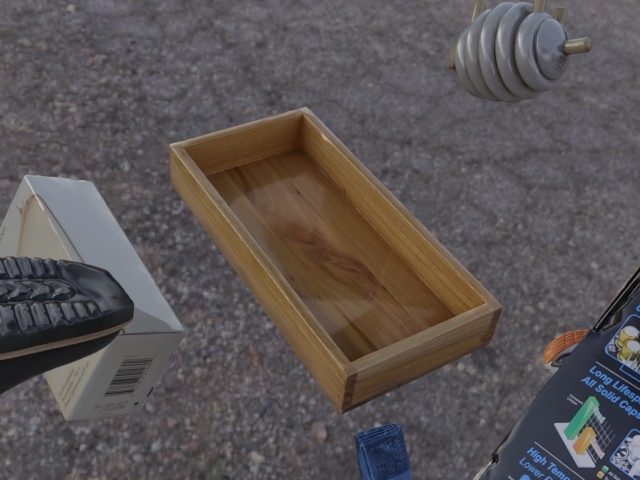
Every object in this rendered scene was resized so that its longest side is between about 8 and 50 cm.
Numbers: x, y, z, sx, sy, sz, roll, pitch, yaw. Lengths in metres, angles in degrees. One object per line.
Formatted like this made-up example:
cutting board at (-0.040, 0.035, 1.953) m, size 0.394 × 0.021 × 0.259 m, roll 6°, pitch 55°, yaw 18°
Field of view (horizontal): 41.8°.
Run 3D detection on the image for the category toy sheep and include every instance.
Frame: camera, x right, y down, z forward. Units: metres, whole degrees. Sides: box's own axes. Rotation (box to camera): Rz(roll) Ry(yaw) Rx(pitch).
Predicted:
toy sheep at (0.161, -0.157, 0.690) m, size 0.091 × 0.091 × 0.132 m, roll -22°, pitch 15°, yaw -38°

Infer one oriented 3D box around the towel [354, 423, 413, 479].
towel at (0.083, 0.292, 1.041) m, size 0.067 × 0.119 × 0.029 m, roll -14°, pitch 7°, yaw -20°

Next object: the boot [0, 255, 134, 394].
boot at (-0.184, 0.089, 0.381) m, size 0.198 × 0.137 × 0.077 m, roll -10°, pitch 29°, yaw -29°

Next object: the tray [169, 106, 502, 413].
tray at (0.000, 0.000, 0.997) m, size 0.203 × 0.076 × 0.411 m, roll -20°, pitch 50°, yaw -26°

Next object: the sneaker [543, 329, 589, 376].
sneaker at (0.452, 0.181, 1.160) m, size 0.262 × 0.121 × 0.099 m, roll -8°, pitch 29°, yaw 22°

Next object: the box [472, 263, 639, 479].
box at (0.209, 0.149, 0.336) m, size 0.293 × 0.073 × 0.295 m, roll -51°, pitch 47°, yaw -4°

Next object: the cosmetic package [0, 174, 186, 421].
cosmetic package at (-0.317, 0.069, 1.111) m, size 0.113 × 0.160 × 0.309 m, roll 4°, pitch 37°, yaw -47°
